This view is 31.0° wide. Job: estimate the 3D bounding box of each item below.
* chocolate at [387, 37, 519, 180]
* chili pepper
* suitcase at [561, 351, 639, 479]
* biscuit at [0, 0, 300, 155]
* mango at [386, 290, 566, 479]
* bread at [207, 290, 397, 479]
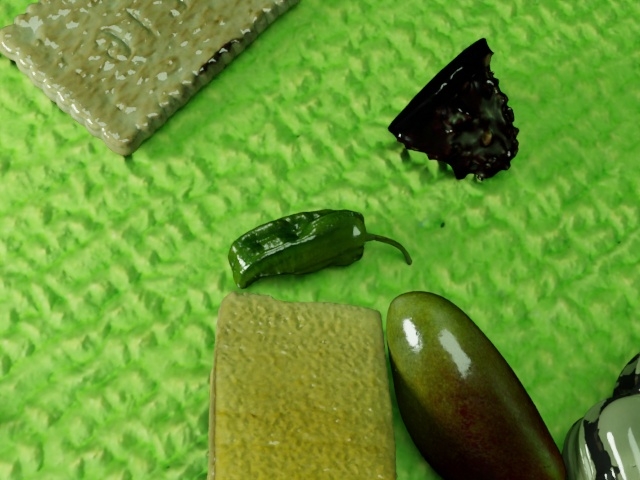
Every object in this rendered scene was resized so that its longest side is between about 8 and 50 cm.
[{"bbox_3d":[0.173,-0.133,1.317,0.133,0.156,0.156,43,67,-9],"label":"chocolate"},{"bbox_3d":[-0.001,-0.001,1.263,0.204,0.073,0.072,-12,56,-15],"label":"chili pepper"},{"bbox_3d":[0.424,0.237,1.158,0.352,0.194,0.339,-9,67,-12],"label":"suitcase"},{"bbox_3d":[-0.193,-0.263,1.353,0.217,0.044,0.325,40,68,8],"label":"biscuit"},{"bbox_3d":[0.146,0.172,1.164,0.111,0.133,0.267,-39,99,-38],"label":"mango"},{"bbox_3d":[-0.021,0.186,1.121,0.185,0.114,0.274,6,47,-10],"label":"bread"}]
